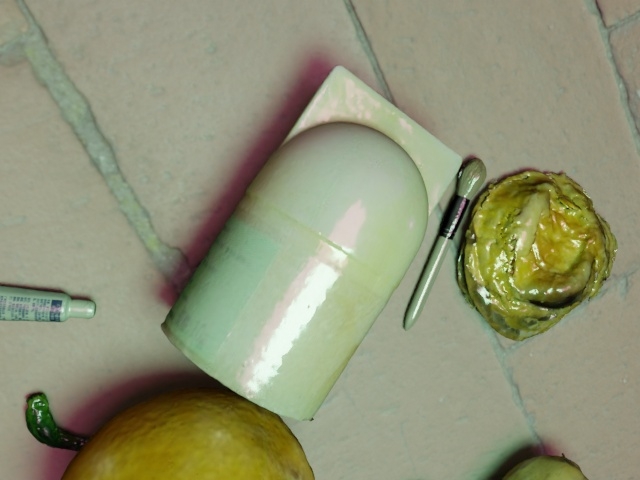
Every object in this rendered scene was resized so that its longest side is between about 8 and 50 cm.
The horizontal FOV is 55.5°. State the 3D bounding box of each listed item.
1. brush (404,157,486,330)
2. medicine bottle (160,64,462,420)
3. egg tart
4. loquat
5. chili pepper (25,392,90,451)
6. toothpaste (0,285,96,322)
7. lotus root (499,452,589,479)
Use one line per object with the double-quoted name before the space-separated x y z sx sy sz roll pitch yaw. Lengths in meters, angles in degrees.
"brush" 0.192 0.007 0.969 0.042 0.039 0.299 20 95 -58
"medicine bottle" 0.000 0.000 0.797 0.236 0.236 0.406 34 87 -19
"egg tart" 0.366 0.023 0.984 0.297 0.132 0.296 -1 92 -19
"loquat" -0.166 0.347 0.759 0.329 0.328 0.328 -3 99 -17
"chili pepper" -0.362 0.261 0.827 0.055 0.035 0.118 -39 104 9
"toothpaste" -0.405 0.081 0.786 0.216 0.037 0.061 5 97 -14
"lotus root" 0.318 0.505 1.012 0.151 0.169 0.342 39 83 22
